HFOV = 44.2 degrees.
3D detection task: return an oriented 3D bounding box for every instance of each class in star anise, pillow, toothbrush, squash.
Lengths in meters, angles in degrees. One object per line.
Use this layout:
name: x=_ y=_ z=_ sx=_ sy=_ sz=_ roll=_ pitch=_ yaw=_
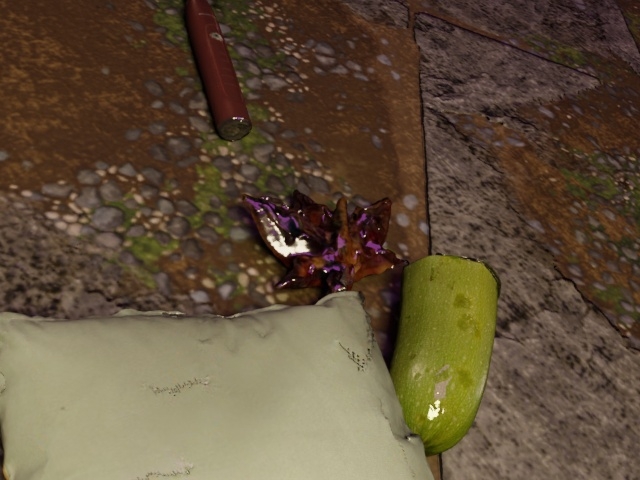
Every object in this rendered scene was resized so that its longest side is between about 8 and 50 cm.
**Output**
star anise: x=-0.002 y=0.003 z=0.748 sx=0.157 sy=0.054 sz=0.212 roll=37 pitch=44 yaw=10
pillow: x=-0.052 y=0.163 z=0.508 sx=0.309 sy=0.119 sz=0.312 roll=0 pitch=47 yaw=-30
toothbrush: x=-0.138 y=-0.249 z=0.946 sx=0.040 sy=0.041 sz=0.364 roll=2 pitch=47 yaw=-25
squash: x=0.104 y=0.104 z=0.677 sx=0.095 sy=0.095 sz=0.188 roll=22 pitch=45 yaw=-5
